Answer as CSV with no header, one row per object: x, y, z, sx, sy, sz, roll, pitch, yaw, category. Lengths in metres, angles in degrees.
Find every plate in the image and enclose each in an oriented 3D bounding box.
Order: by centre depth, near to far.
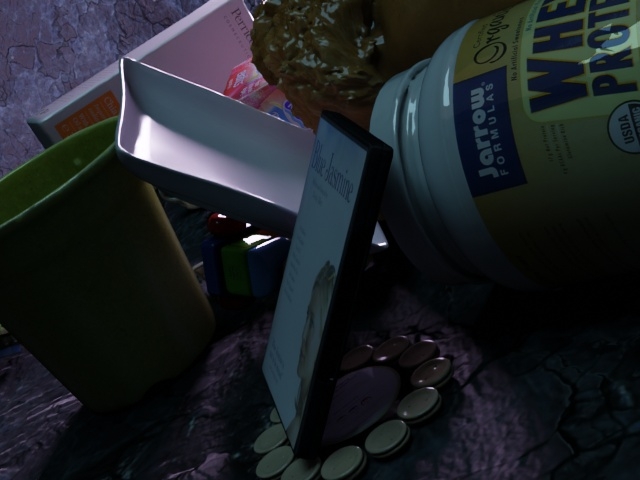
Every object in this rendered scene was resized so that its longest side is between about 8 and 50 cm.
-0.084,-0.081,1.047,0.045,0.278,0.277,-63,21,20,plate

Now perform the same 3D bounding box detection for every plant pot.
-0.254,0.040,1.127,0.276,0.254,0.276,-28,21,12,plant pot

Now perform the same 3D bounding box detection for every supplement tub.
0.218,-0.085,0.782,0.316,0.228,0.228,-15,25,38,supplement tub

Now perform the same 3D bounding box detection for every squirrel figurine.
0.098,-0.284,1.053,0.397,0.281,0.370,-18,63,5,squirrel figurine

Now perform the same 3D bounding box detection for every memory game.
0.024,0.141,0.840,0.186,0.012,0.186,-28,20,11,memory game

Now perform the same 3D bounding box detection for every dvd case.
-0.001,0.028,0.840,0.022,0.253,0.180,11,13,-14,dvd case

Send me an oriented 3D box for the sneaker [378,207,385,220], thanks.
0.106,-0.066,1.099,0.091,0.094,0.258,-37,20,-10,sneaker

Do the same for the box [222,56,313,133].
-0.052,-0.209,1.591,0.142,0.154,0.300,-27,19,10,box

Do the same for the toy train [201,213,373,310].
0.000,0.000,1.119,0.143,0.105,0.248,9,23,37,toy train

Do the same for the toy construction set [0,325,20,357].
-0.545,0.160,1.413,0.328,0.151,0.215,-1,10,42,toy construction set

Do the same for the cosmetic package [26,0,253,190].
-0.304,-0.258,1.963,0.453,0.230,0.161,-38,21,-15,cosmetic package

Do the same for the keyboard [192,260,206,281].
-0.038,-0.018,1.254,0.256,0.014,0.072,-30,-17,3,keyboard

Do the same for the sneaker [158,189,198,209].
-0.210,-0.130,1.670,0.146,0.122,0.330,-31,19,-6,sneaker
